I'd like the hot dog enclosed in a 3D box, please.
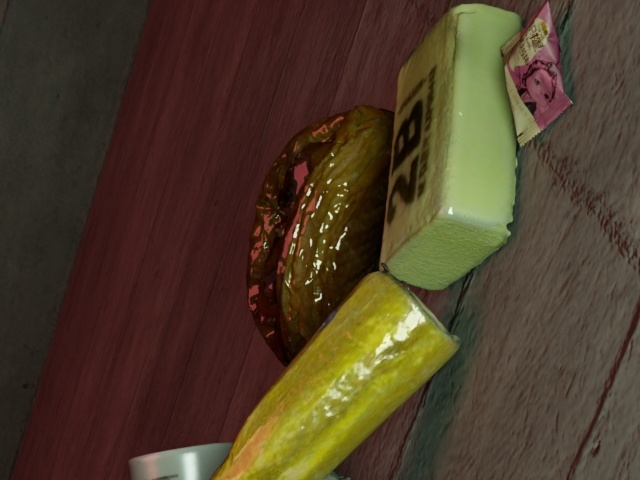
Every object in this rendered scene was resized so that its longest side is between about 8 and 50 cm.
[{"bbox_3d":[0.002,0.000,1.307,0.160,0.099,0.227,-168,89,-76],"label":"hot dog"}]

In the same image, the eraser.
[{"bbox_3d":[0.089,-0.064,1.117,0.117,0.058,0.172,132,149,-60],"label":"eraser"}]

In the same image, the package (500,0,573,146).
[{"bbox_3d":[0.136,-0.108,1.042,0.059,0.029,0.083,-46,43,48],"label":"package"}]

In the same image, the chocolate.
[{"bbox_3d":[-0.007,0.120,1.083,0.219,0.085,0.085,-46,15,-3],"label":"chocolate"}]

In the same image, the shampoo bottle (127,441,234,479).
[{"bbox_3d":[-0.078,0.306,1.215,0.092,0.092,0.303,145,116,-68],"label":"shampoo bottle"}]

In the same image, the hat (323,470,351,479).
[{"bbox_3d":[-0.033,0.275,1.075,0.275,0.161,0.232,-87,22,-45],"label":"hat"}]
